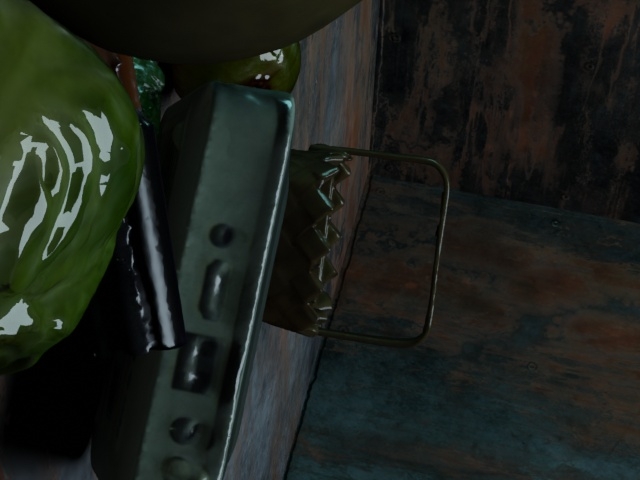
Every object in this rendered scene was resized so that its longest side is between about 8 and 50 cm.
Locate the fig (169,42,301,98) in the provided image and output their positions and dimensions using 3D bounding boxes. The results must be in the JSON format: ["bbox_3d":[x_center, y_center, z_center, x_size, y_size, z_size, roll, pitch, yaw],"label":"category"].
[{"bbox_3d":[-0.109,-0.243,1.705,0.151,0.151,0.259,94,-17,-44],"label":"fig"}]

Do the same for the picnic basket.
[{"bbox_3d":[0.000,0.000,2.014,0.291,0.321,0.254,-41,138,-82],"label":"picnic basket"}]

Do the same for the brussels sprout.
[{"bbox_3d":[-0.205,-0.028,0.815,0.244,0.244,0.244,11,90,-83],"label":"brussels sprout"}]

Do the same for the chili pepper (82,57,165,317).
[{"bbox_3d":[-0.188,-0.050,1.386,0.099,0.083,0.253,86,12,-73],"label":"chili pepper"}]

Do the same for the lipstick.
[{"bbox_3d":[-0.161,-0.125,1.041,0.077,0.077,0.418,-35,115,-80],"label":"lipstick"}]

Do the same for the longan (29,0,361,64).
[{"bbox_3d":[-0.073,-0.282,0.874,0.361,0.361,0.361,11,90,-83],"label":"longan"}]

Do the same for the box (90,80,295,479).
[{"bbox_3d":[-0.128,0.056,1.467,0.396,0.111,0.396,-176,-83,-78],"label":"box"}]
